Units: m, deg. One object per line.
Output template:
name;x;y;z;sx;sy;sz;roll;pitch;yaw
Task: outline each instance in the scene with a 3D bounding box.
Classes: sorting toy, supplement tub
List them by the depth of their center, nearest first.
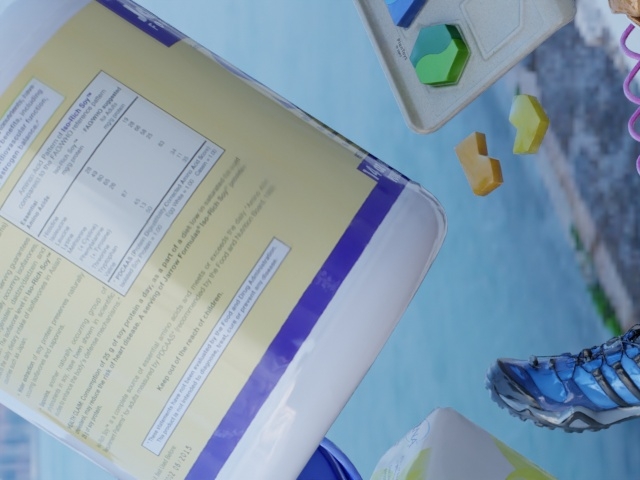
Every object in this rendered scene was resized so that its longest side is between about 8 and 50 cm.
supplement tub;-0.121;-0.006;0.913;0.241;0.331;0.241;-57;-1;-2
sorting toy;0.157;-0.216;1.646;0.229;0.041;0.307;-37;62;33

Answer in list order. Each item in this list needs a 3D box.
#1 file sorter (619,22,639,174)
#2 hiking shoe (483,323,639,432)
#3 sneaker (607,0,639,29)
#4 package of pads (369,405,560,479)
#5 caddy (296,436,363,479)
file sorter;0.467;-0.206;1.819;0.182;0.202;0.290;23;148;34
hiking shoe;0.341;0.145;1.785;0.113;0.304;0.132;-92;8;-67
sneaker;0.363;-0.272;1.620;0.106;0.290;0.123;11;103;35
package of pads;0.109;0.251;0.908;0.101;0.229;0.296;-52;7;28
caddy;-0.049;0.307;1.374;0.341;0.241;0.179;64;178;-6
